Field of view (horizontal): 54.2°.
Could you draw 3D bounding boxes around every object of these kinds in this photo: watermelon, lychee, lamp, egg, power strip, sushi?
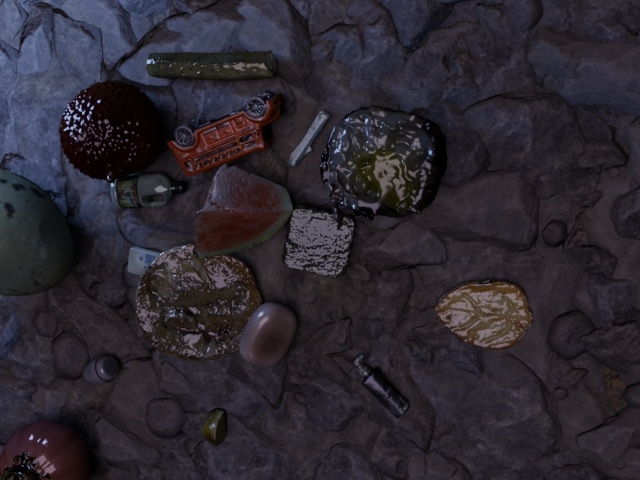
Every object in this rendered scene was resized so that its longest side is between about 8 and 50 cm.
[{"bbox_3d":[-0.240,-0.068,1.712,0.310,0.193,0.231,-15,133,33],"label":"watermelon"},{"bbox_3d":[-0.578,-0.298,1.734,0.276,0.276,0.304,-12,73,15],"label":"lychee"},{"bbox_3d":[-0.902,0.741,2.021,0.306,0.239,0.305,3,101,13],"label":"lamp"},{"bbox_3d":[-0.927,-0.018,1.826,0.428,0.345,0.345,37,107,-12],"label":"egg"},{"bbox_3d":[-0.499,0.076,1.903,0.192,0.035,0.081,14,106,10],"label":"power strip"},{"bbox_3d":[0.159,-0.193,1.562,0.300,0.294,0.281,1,101,14],"label":"sushi"}]

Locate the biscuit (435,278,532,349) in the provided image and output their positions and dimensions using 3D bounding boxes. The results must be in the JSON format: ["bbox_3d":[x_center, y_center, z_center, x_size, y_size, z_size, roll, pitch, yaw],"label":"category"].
[{"bbox_3d":[0.445,0.196,1.709,0.260,0.041,0.202,6,105,13],"label":"biscuit"}]

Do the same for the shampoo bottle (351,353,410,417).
[{"bbox_3d":[0.170,0.417,1.804,0.063,0.057,0.207,-44,90,17],"label":"shampoo bottle"}]

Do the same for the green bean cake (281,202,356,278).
[{"bbox_3d":[0.000,0.000,1.742,0.185,0.094,0.183,14,103,10],"label":"green bean cake"}]

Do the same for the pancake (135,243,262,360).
[{"bbox_3d":[-0.360,0.187,1.857,0.387,0.082,0.386,0,106,1],"label":"pancake"}]

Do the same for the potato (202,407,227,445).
[{"bbox_3d":[-0.334,0.583,1.931,0.067,0.103,0.096,-2,99,10],"label":"potato"}]

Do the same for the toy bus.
[{"bbox_3d":[-0.242,-0.296,1.719,0.329,0.143,0.153,-20,106,15],"label":"toy bus"}]

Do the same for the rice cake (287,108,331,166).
[{"bbox_3d":[-0.030,-0.279,1.726,0.042,0.030,0.180,36,108,0],"label":"rice cake"}]

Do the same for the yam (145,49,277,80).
[{"bbox_3d":[-0.305,-0.481,1.728,0.372,0.083,0.083,2,101,13],"label":"yam"}]

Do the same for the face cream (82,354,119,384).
[{"bbox_3d":[-0.699,0.414,1.988,0.095,0.091,0.091,-23,95,24],"label":"face cream"}]

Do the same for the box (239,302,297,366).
[{"bbox_3d":[-0.151,0.275,1.819,0.146,0.088,0.200,21,105,-24],"label":"box"}]

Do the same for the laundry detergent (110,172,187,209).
[{"bbox_3d":[-0.502,-0.148,1.842,0.226,0.070,0.099,-4,92,13],"label":"laundry detergent"}]
